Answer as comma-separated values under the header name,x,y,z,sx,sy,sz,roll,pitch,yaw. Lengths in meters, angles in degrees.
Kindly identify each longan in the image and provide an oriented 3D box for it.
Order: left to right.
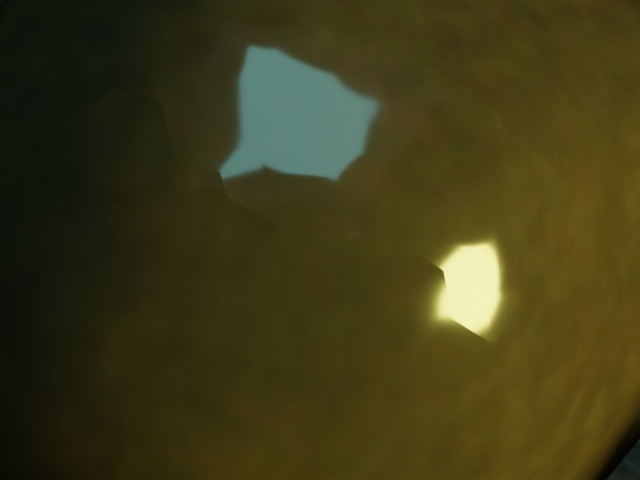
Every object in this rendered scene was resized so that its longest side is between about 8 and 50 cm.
name,x,y,z,sx,sy,sz,roll,pitch,yaw
longan,0.000,0.000,0.507,0.258,0.258,0.258,1,49,-1
